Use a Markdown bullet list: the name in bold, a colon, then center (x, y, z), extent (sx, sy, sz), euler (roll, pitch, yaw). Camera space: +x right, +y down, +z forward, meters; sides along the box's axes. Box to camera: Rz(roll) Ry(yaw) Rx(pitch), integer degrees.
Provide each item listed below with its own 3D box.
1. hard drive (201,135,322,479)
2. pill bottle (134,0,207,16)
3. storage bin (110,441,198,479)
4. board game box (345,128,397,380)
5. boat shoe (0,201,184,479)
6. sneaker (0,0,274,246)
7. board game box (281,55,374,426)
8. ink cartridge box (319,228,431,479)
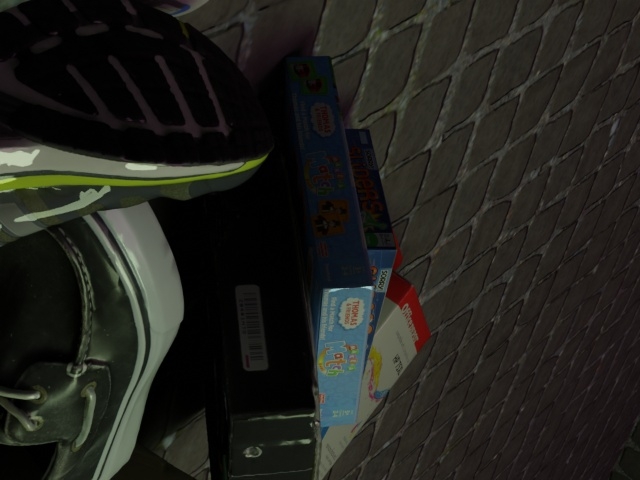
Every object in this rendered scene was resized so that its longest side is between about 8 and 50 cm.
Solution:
- **hard drive**: center (-0.048, 0.123, 1.065), extent (0.064, 0.237, 0.339), euler (-3, 139, -7)
- **pill bottle**: center (-0.107, -0.160, 0.736), extent (0.078, 0.078, 0.137), euler (-61, 158, 11)
- **storage bin**: center (-0.205, 0.310, 1.063), extent (0.260, 0.123, 0.262), euler (-30, 136, -47)
- **board game box**: center (0.016, 0.029, 1.180), extent (0.035, 0.136, 0.201), euler (0, 136, -12)
- **boat shoe**: center (-0.165, 0.079, 0.881), extent (0.119, 0.121, 0.335), euler (-45, 157, -37)
- **sneaker**: center (-0.164, -0.039, 0.704), extent (0.300, 0.111, 0.121), euler (-7, 151, -29)
- **board game box**: center (0.000, 0.000, 1.038), extent (0.039, 0.211, 0.160), euler (-3, 141, -6)
- **ink cartridge box**: center (0.026, 0.098, 1.350), extent (0.231, 0.078, 0.134), euler (-52, 157, -12)
